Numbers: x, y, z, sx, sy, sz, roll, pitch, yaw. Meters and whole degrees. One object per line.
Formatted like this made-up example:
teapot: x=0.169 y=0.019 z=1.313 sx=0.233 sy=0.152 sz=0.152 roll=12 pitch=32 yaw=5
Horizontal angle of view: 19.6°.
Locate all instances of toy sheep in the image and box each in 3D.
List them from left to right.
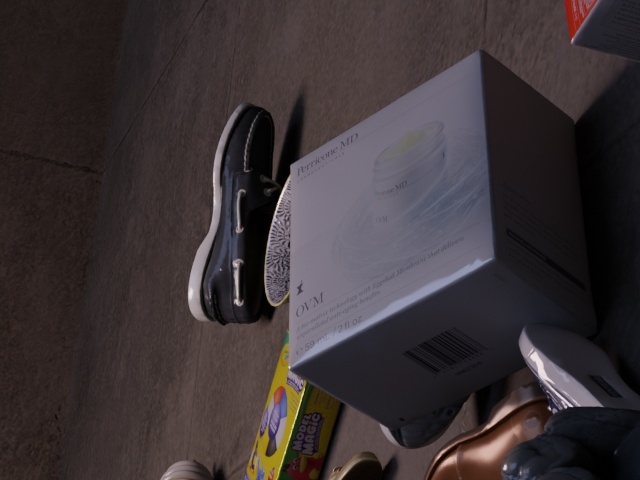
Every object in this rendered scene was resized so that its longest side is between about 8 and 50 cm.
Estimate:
toy sheep: x=-0.176 y=0.337 z=2.453 sx=0.132 sy=0.091 sz=0.091 roll=-94 pitch=22 yaw=-58

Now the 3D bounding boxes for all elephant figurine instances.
elephant figurine: x=0.197 y=0.233 z=1.178 sx=0.169 sy=0.186 sz=0.239 roll=-42 pitch=-50 yaw=-54

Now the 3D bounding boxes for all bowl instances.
bowl: x=0.000 y=0.000 z=2.118 sx=0.170 sy=0.080 sz=0.170 roll=-167 pitch=90 yaw=-74

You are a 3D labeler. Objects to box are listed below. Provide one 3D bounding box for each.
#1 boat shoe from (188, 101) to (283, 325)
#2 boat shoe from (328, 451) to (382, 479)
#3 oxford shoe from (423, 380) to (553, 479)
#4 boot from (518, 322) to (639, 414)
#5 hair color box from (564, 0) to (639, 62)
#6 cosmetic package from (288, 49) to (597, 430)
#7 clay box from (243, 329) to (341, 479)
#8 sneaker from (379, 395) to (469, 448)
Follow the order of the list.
boat shoe: x=-0.092 y=-0.034 z=2.445 sx=0.114 sy=0.091 sz=0.302 roll=25 pitch=-107 yaw=-61
boat shoe: x=0.025 y=0.254 z=1.895 sx=0.045 sy=0.050 sz=0.135 roll=-101 pitch=28 yaw=-43
oxford shoe: x=0.142 y=0.195 z=1.506 sx=0.212 sy=0.076 sz=0.076 roll=126 pitch=147 yaw=-48
boot: x=0.191 y=0.135 z=1.381 sx=0.190 sy=0.069 sz=0.086 roll=-126 pitch=47 yaw=-61
hair color box: x=0.261 y=-0.209 z=1.381 sx=0.167 sy=0.093 sz=0.053 roll=121 pitch=155 yaw=-46
cosmetic package: x=0.096 y=0.001 z=1.556 sx=0.224 sy=0.138 sz=0.224 roll=-30 pitch=42 yaw=33
clay box: x=-0.025 y=0.199 z=2.100 sx=0.127 sy=0.053 sz=0.222 roll=-131 pitch=55 yaw=-70
sneaker: x=0.098 y=0.070 z=1.743 sx=0.129 sy=0.111 sz=0.297 roll=103 pitch=176 yaw=-55
